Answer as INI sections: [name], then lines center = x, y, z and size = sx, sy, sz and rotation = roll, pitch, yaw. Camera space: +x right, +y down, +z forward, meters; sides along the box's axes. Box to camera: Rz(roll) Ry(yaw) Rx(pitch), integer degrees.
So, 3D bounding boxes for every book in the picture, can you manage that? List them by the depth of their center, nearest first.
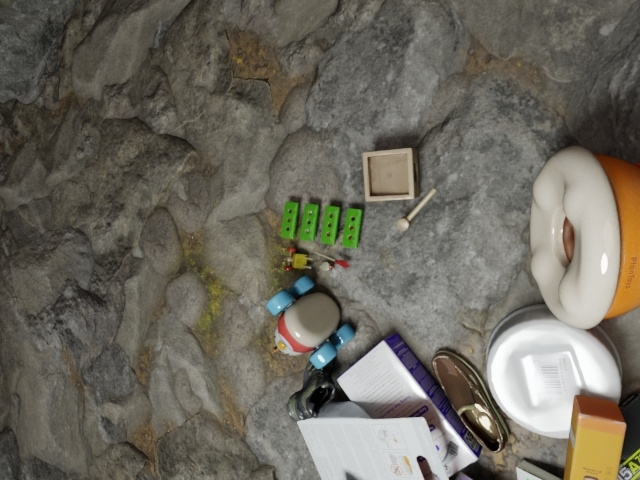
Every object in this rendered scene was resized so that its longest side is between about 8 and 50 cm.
[book]
center = 0.511, 0.567, 0.958
size = 0.144, 0.035, 0.096
rotation = 5, 107, 55

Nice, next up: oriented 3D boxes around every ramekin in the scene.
[ramekin]
center = 0.499, 0.284, 0.948
size = 0.278, 0.135, 0.276
rotation = 0, 89, 28

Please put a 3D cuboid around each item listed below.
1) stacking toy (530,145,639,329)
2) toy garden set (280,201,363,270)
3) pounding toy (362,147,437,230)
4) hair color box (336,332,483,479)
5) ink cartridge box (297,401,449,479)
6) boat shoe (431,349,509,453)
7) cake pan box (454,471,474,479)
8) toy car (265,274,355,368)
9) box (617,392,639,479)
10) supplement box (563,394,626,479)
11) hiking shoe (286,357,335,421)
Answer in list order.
[stacking toy]
center = 0.677, -0.013, 0.811
size = 0.481, 0.350, 0.349
rotation = -2, 89, 10
[toy garden set]
center = 0.000, 0.000, 1.263
size = 0.245, 0.049, 0.203
rotation = 9, 92, 27
[pounding toy]
center = 0.215, -0.132, 1.130
size = 0.181, 0.094, 0.205
rotation = -1, 98, 23
[hair color box]
center = 0.222, 0.431, 1.108
size = 0.185, 0.110, 0.338
rotation = -46, 68, 21
[ink cartridge box]
center = 0.152, 0.554, 1.077
size = 0.385, 0.091, 0.307
rotation = -20, 94, 37
[boat shoe]
center = 0.356, 0.382, 1.043
size = 0.095, 0.095, 0.257
rotation = -44, 71, 20
[cake pan box]
center = 0.390, 0.694, 0.996
size = 0.267, 0.070, 0.245
rotation = 26, 121, 26
[toy car]
center = -0.071, 0.264, 1.223
size = 0.219, 0.210, 0.238
rotation = 49, 123, 8
[box]
center = 0.648, 0.446, 0.884
size = 0.191, 0.045, 0.184
rotation = -38, 74, -2
[supplement box]
center = 0.516, 0.422, 0.831
size = 0.078, 0.080, 0.233
rotation = 5, 102, 21
[hiking shoe]
center = 0.007, 0.387, 1.168
size = 0.114, 0.226, 0.086
rotation = -15, 118, 37
